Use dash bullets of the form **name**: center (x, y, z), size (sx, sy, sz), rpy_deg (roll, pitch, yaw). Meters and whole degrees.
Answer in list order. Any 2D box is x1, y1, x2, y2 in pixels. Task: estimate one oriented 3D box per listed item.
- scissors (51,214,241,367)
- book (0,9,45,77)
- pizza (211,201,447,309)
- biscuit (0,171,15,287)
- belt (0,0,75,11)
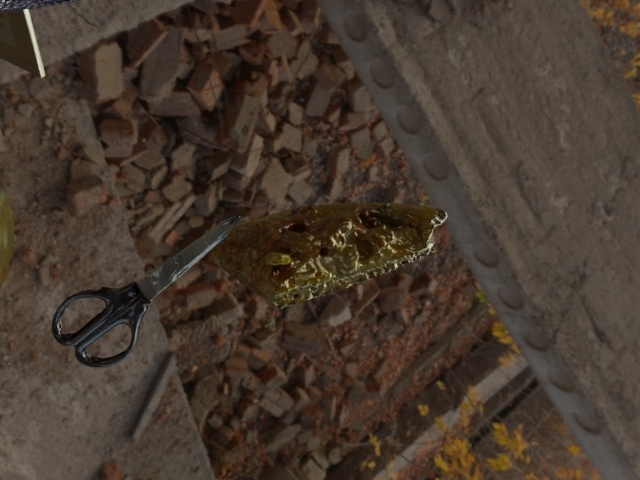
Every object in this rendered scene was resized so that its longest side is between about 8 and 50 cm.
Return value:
- **scissors**: center (-0.215, 0.057, 0.741), size (0.300, 0.022, 0.109), rpy_deg (-37, 104, 11)
- **book**: center (-0.754, -0.547, 1.345), size (0.021, 0.217, 0.310), rpy_deg (-54, 165, -38)
- **pizza**: center (-0.005, -0.008, 0.812), size (0.258, 0.268, 0.087), rpy_deg (-17, 106, -25)
- **biscuit**: center (-0.588, -0.054, 0.987), size (0.079, 0.335, 0.328), rpy_deg (-8, 97, -12)
- **belt**: center (-0.362, -0.350, 0.684), size (0.231, 0.140, 0.126), rpy_deg (-28, 103, -40)
